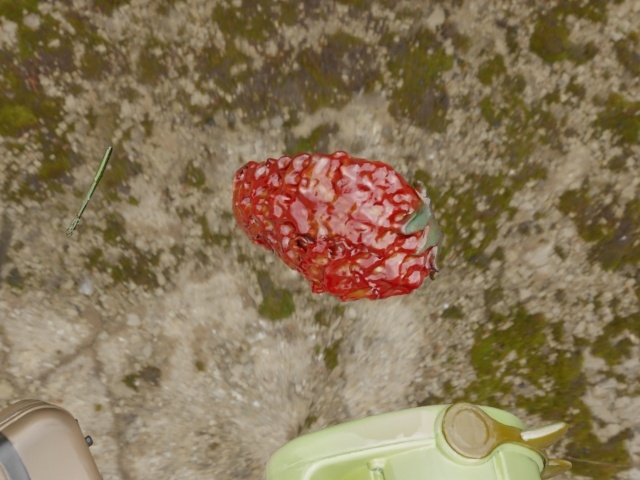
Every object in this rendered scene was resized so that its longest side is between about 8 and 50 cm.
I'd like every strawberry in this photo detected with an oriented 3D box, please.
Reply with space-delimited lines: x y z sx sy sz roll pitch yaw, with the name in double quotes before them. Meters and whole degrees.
"strawberry" 0.000 0.000 0.900 0.236 0.190 0.111 9 64 29

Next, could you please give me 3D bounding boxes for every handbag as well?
"handbag" -0.420 0.398 1.221 0.283 0.149 0.302 -26 107 -30

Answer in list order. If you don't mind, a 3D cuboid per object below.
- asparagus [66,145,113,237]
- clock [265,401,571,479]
"asparagus" -0.366 -0.077 1.429 0.016 0.013 0.166 21 101 -33
"clock" 0.127 0.298 1.057 0.348 0.286 0.117 -15 54 8
